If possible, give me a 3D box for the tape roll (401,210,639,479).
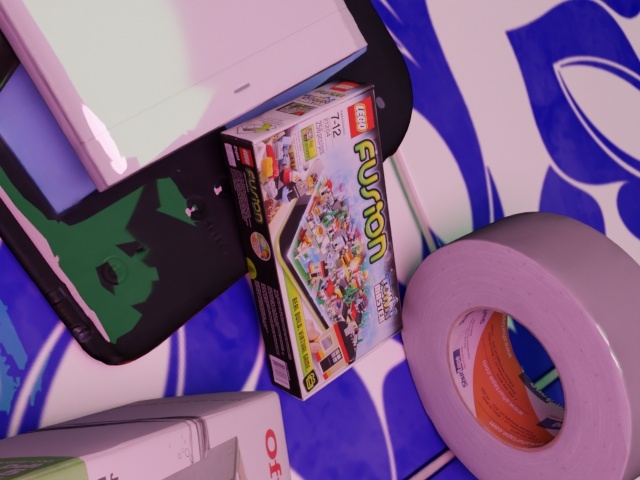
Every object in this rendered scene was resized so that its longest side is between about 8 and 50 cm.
[{"bbox_3d":[0.161,0.092,0.708,0.072,0.219,0.219,-21,94,-34],"label":"tape roll"}]

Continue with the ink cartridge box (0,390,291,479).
[{"bbox_3d":[-0.111,0.197,0.490,0.273,0.115,0.198,-1,82,-68],"label":"ink cartridge box"}]

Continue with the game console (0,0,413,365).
[{"bbox_3d":[-0.125,-0.161,0.652,0.342,0.060,0.386,-41,105,-32],"label":"game console"}]

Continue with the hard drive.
[{"bbox_3d":[-0.125,-0.211,0.573,0.203,0.040,0.307,-33,98,-26],"label":"hard drive"}]

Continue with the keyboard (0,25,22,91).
[{"bbox_3d":[-0.152,-0.212,0.599,0.202,0.033,0.317,33,71,-18],"label":"keyboard"}]

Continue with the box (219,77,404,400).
[{"bbox_3d":[0.000,0.000,0.674,0.114,0.036,0.207,-31,125,-34],"label":"box"}]
